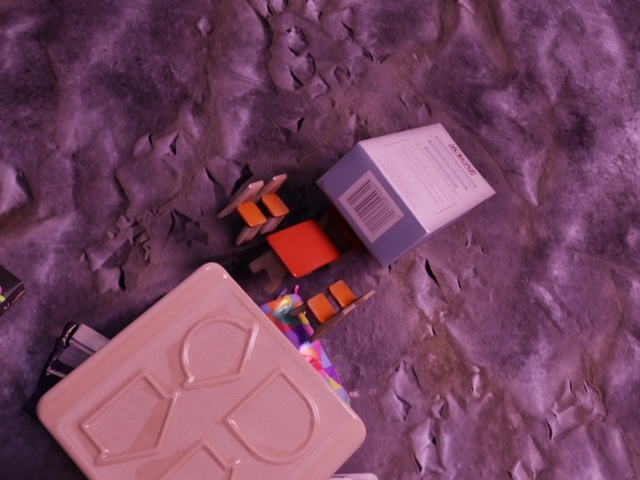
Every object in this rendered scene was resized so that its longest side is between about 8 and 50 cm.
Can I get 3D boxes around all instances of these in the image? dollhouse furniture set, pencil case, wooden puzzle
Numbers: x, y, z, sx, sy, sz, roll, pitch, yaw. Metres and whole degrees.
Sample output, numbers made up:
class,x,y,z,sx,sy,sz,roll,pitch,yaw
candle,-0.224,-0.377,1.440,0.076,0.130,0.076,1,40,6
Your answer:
class,x,y,z,sx,sy,sz,roll,pitch,yaw
dollhouse furniture set,0.000,0.000,1.172,0.262,0.135,0.259,53,31,7
pencil case,-0.033,0.198,1.163,0.104,0.104,0.236,-20,78,-24
wooden puzzle,-0.159,0.257,0.971,0.322,0.080,0.348,-41,87,-19

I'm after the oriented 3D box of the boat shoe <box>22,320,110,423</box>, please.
class,x,y,z,sx,sy,sz,roll,pitch,yaw
boat shoe,-0.279,0.273,1.048,0.340,0.127,0.158,29,69,4

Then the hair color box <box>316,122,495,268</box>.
class,x,y,z,sx,sy,sz,roll,pitch,yaw
hair color box,0.169,-0.095,1.245,0.185,0.113,0.374,54,32,7

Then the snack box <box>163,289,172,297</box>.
class,x,y,z,sx,sy,sz,roll,pitch,yaw
snack box,-0.248,0.137,1.098,0.064,0.022,0.178,31,22,-2

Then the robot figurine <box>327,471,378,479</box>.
class,x,y,z,sx,sy,sz,roll,pitch,yaw
robot figurine,0.030,0.520,0.985,0.300,0.200,0.353,16,64,-53

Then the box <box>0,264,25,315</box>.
class,x,y,z,sx,sy,sz,roll,pitch,yaw
box,-0.518,0.069,1.080,0.083,0.052,0.062,37,63,0
